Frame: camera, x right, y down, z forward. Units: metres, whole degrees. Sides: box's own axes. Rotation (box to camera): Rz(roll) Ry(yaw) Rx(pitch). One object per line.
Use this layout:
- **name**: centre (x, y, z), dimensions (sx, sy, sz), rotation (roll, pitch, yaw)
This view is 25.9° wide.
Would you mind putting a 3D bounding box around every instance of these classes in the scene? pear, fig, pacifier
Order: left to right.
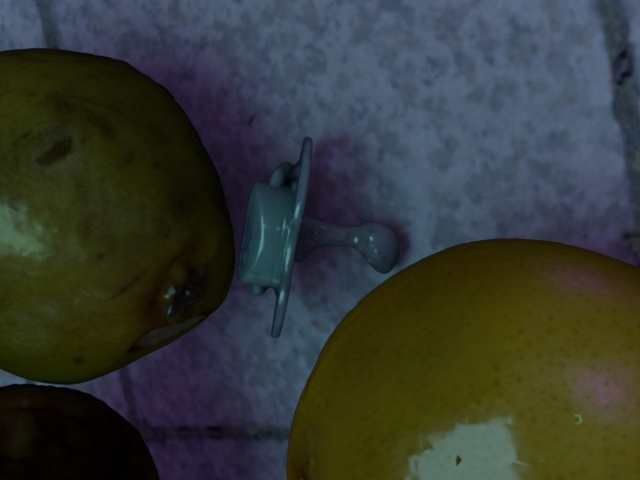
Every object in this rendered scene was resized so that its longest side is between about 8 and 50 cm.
- **pear**: centre (-0.211, -0.025, 1.058), dimensions (0.321, 0.269, 0.269), rotation (22, 114, 39)
- **fig**: centre (-0.201, 0.295, 1.089), dimensions (0.286, 0.286, 0.369), rotation (-15, 127, 36)
- **pacifier**: centre (0.000, 0.000, 1.030), dimensions (0.116, 0.127, 0.150), rotation (7, 98, -6)
- **pear**: centre (0.150, 0.136, 0.842), dimensions (0.336, 0.285, 0.285), rotation (-2, 101, 32)
